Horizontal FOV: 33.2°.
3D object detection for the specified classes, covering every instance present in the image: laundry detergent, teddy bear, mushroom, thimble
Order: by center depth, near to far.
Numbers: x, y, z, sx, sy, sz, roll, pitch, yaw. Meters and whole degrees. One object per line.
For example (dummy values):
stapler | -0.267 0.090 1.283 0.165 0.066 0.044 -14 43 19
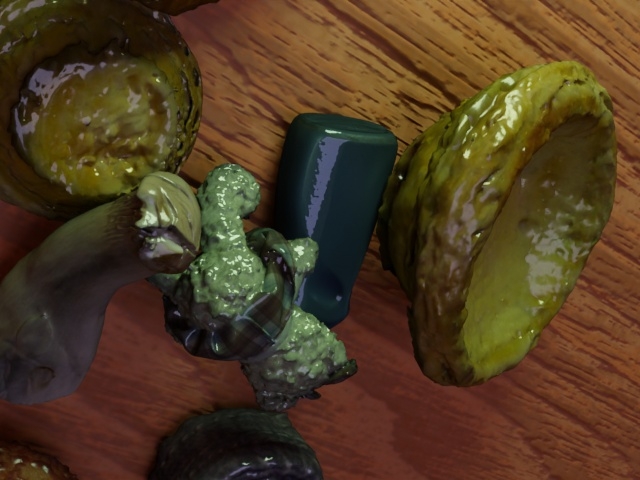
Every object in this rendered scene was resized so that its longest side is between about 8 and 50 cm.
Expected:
mushroom | -0.168 0.030 0.767 0.223 0.092 0.081 -44 169 25
teddy bear | -0.053 0.050 0.815 0.133 0.111 0.213 -35 100 9
laundry detergent | -0.001 0.000 0.895 0.097 0.061 0.206 -1 114 -36
thimble | -0.071 0.222 0.938 0.150 0.098 0.150 -12 119 -23

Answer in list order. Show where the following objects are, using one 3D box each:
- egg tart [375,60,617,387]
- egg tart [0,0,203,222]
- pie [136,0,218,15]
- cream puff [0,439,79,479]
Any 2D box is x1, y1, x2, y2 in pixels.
egg tart | 0.139 -0.019 0.902 0.294 0.123 0.294 -34 138 -37
egg tart | -0.163 -0.091 0.759 0.191 0.074 0.191 -13 119 -26
pie | -0.049 -0.265 0.665 0.308 0.085 0.308 -44 165 -15
cream puff | -0.271 0.272 0.821 0.240 0.164 0.240 -16 124 -25
